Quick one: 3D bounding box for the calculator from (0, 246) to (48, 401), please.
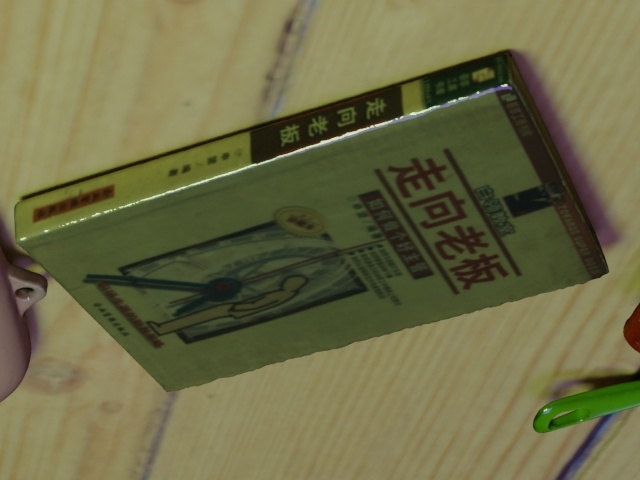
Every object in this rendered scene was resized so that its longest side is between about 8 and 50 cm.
[{"bbox_3d":[-0.288,0.045,0.859,0.330,0.048,0.220,-8,145,-1],"label":"calculator"}]

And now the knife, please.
[{"bbox_3d":[0.195,0.087,1.017,0.166,0.022,0.078,-4,140,-5],"label":"knife"}]

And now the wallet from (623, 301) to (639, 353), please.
[{"bbox_3d":[0.239,-0.007,0.865,0.142,0.045,0.204,1,147,-15],"label":"wallet"}]

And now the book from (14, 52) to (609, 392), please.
[{"bbox_3d":[0.000,0.000,0.854,0.231,0.026,0.161,-16,145,15],"label":"book"}]
